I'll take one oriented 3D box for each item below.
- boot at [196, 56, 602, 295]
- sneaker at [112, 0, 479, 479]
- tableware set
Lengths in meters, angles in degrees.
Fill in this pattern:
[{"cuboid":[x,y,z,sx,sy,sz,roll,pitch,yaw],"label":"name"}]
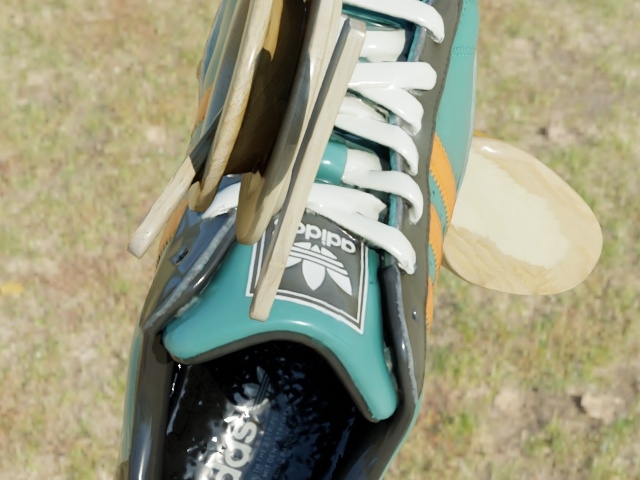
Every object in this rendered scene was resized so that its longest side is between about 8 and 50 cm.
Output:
[{"cuboid":[0.056,-0.066,1.067,0.295,0.104,0.211,22,12,-23],"label":"boot"},{"cuboid":[0.000,0.000,0.472,0.108,0.121,0.302,13,82,-7],"label":"sneaker"},{"cuboid":[-0.006,-0.089,0.348,0.039,0.194,0.128,15,26,-9],"label":"tableware set"}]
